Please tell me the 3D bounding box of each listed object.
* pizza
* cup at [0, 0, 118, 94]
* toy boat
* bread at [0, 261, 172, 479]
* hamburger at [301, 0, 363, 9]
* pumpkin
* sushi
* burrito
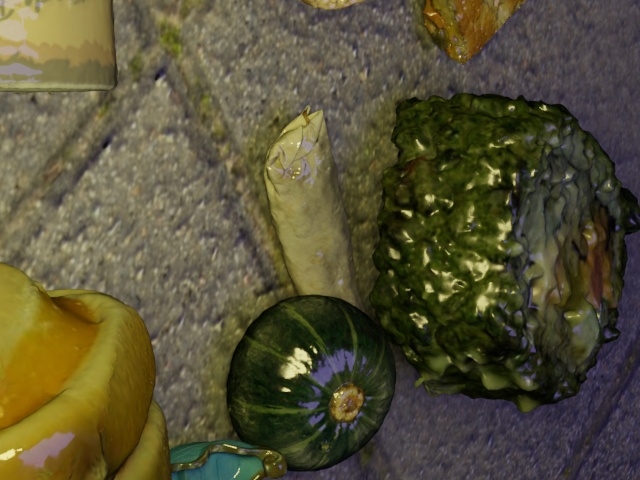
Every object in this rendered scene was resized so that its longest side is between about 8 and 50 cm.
[{"bbox_3d":[0.150,-0.276,1.929,0.292,0.058,0.197,1,101,-54],"label":"pizza"},{"bbox_3d":[-0.282,-0.219,1.226,0.301,0.227,0.257,-3,93,-26],"label":"cup"},{"bbox_3d":[-0.115,0.225,1.682,0.185,0.077,0.075,-27,124,-37],"label":"toy boat"},{"bbox_3d":[-0.220,0.186,1.423,0.300,0.210,0.341,-25,121,-52],"label":"bread"},{"bbox_3d":[0.032,-0.317,1.619,0.282,0.245,0.155,-28,124,-14],"label":"hamburger"},{"bbox_3d":[-0.010,0.132,1.779,0.167,0.125,0.167,-28,134,-34],"label":"pumpkin"},{"bbox_3d":[0.186,0.021,1.942,0.352,0.178,0.294,35,61,-58],"label":"sushi"},{"bbox_3d":[0.000,0.000,1.810,0.082,0.059,0.275,-42,134,-30],"label":"burrito"}]
